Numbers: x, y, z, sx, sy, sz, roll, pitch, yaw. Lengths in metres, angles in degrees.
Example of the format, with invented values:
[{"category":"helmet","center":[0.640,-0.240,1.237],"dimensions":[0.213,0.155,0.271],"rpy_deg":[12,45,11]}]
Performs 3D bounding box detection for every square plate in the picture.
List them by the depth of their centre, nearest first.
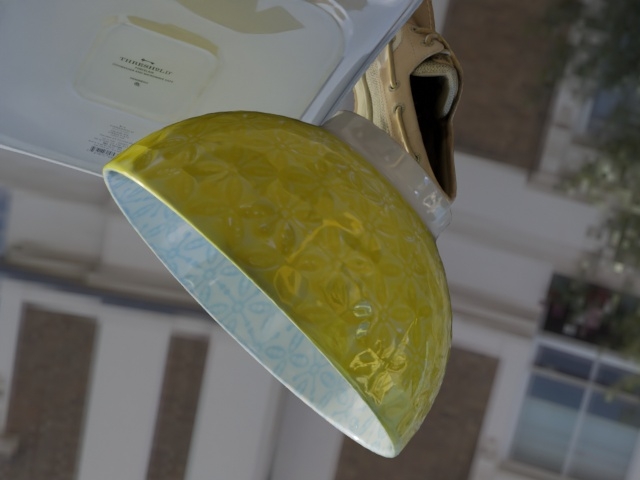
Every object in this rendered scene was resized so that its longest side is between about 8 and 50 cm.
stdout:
[{"category":"square plate","center":[-0.134,-0.147,1.551],"dimensions":[0.347,0.344,0.049],"rpy_deg":[17,-132,-19]}]

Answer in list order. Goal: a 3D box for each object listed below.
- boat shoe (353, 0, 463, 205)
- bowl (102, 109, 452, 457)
[{"category":"boat shoe","center":[0.085,-0.139,1.772],"dimensions":[0.109,0.098,0.302],"rpy_deg":[41,-139,-38]},{"category":"bowl","center":[0.000,0.000,1.392],"dimensions":[0.156,0.289,0.289],"rpy_deg":[-45,-130,-10]}]
